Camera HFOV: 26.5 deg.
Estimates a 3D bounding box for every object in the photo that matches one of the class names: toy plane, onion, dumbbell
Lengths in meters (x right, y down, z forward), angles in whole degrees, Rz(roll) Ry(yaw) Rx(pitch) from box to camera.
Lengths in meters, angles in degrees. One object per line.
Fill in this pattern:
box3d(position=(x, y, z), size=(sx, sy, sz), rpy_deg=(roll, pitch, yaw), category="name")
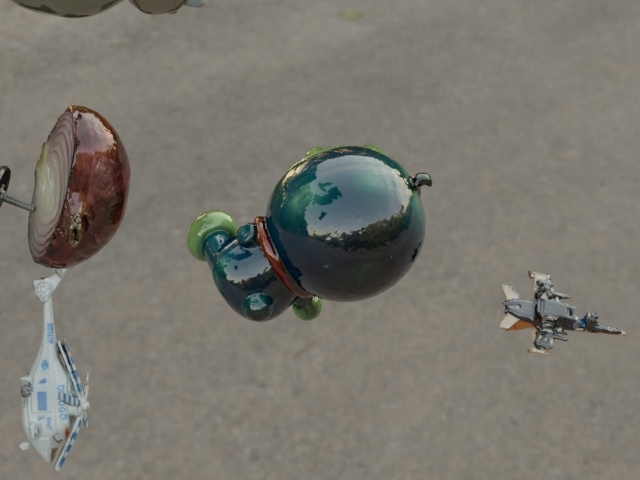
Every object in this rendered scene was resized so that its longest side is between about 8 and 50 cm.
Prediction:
box3d(position=(0.343, 0.108, 1.915), size=(0.188, 0.062, 0.135), rpy_deg=(8, 58, 3), category="toy plane")
box3d(position=(-0.281, -0.052, 1.640), size=(0.098, 0.206, 0.151), rpy_deg=(5, 34, -32), category="onion")
box3d(position=(-0.387, 0.175, 1.913), size=(0.107, 0.273, 0.182), rpy_deg=(-5, 19, 5), category="toy plane")
box3d(position=(-0.380, -0.060, 1.478), size=(0.147, 0.069, 0.069), rpy_deg=(20, 32, -2), category="dumbbell")

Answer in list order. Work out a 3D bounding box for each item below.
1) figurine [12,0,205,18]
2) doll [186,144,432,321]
box3d(position=(-0.286, -0.326, 1.230), size=(0.380, 0.248, 0.203), rpy_deg=(12, 41, 15), category="figurine")
box3d(position=(-0.001, 0.000, 1.698), size=(0.322, 0.198, 0.186), rpy_deg=(-33, 42, 17), category="doll")
